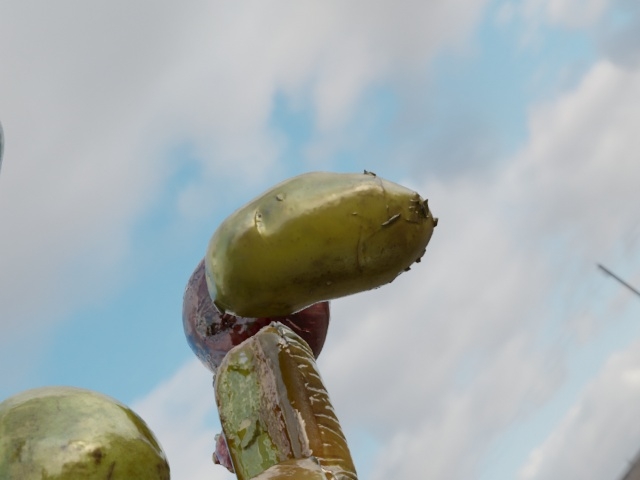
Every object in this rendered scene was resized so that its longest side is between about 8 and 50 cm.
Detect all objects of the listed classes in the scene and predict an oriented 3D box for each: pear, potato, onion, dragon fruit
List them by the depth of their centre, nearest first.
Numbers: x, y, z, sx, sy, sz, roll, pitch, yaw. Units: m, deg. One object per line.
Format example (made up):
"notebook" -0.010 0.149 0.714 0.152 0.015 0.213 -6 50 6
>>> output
"potato" 0.000 0.000 1.565 0.300 0.140 0.172 -14 -63 -18
"pear" -0.347 0.345 1.725 0.304 0.304 0.304 -45 -19 -20
"dragon fruit" -0.123 0.325 1.991 0.081 0.086 0.116 3 -12 -22
"onion" -0.113 0.121 2.187 0.276 0.276 0.276 -45 -19 -20

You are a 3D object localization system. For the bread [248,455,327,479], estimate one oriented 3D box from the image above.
"bread" -0.065 0.343 1.376 0.133 0.251 0.174 12 -65 -21

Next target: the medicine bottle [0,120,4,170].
"medicine bottle" -0.350 -0.074 1.165 0.110 0.110 0.351 54 -140 -71

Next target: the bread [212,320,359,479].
"bread" -0.042 0.257 1.651 0.152 0.288 0.119 -38 -35 26
